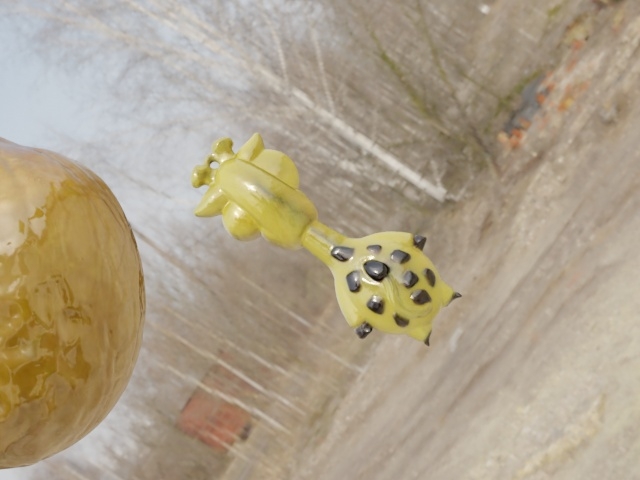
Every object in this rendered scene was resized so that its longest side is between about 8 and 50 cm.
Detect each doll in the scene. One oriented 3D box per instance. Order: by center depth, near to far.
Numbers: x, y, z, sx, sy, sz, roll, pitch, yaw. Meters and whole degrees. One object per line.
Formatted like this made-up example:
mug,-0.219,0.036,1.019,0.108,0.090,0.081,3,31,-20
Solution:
doll,0.000,0.000,0.934,0.117,0.291,0.086,-55,-8,-14

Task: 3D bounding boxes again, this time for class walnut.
walnut,-0.165,0.033,0.507,0.144,0.144,0.180,81,-171,-89
